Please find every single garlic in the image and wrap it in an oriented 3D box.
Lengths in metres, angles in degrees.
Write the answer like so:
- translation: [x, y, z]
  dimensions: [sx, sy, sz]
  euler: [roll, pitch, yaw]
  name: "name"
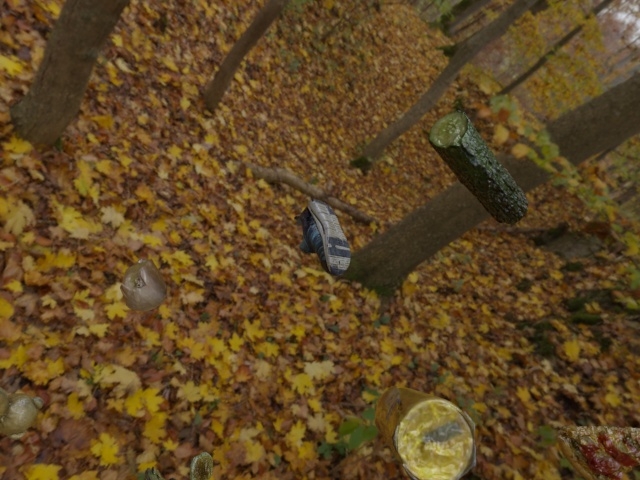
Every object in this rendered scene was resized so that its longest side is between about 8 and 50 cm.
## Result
- translation: [-0.389, 0.105, 0.984]
  dimensions: [0.195, 0.086, 0.102]
  euler: [-146, -142, -74]
  name: "garlic"

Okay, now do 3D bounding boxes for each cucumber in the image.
- translation: [0.209, -0.084, 0.578]
  dimensions: [0.187, 0.058, 0.058]
  euler: [37, 28, -34]
  name: "cucumber"

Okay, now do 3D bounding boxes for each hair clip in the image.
- translation: [-0.471, 0.782, 1.380]
  dimensions: [0.138, 0.321, 0.091]
  euler: [45, 53, -13]
  name: "hair clip"

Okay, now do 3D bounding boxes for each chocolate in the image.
- translation: [0.194, 0.420, 1.033]
  dimensions: [0.162, 0.162, 0.445]
  euler: [55, -11, 7]
  name: "chocolate"

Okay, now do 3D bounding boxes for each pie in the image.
- translation: [-0.306, 0.590, 1.156]
  dimensions: [0.084, 0.019, 0.085]
  euler: [-11, 90, -67]
  name: "pie"

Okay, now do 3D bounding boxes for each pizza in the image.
- translation: [0.638, 0.460, 0.974]
  dimensions: [0.188, 0.199, 0.062]
  euler: [44, 29, -6]
  name: "pizza"

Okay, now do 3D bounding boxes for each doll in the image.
- translation: [-0.369, 0.197, 0.509]
  dimensions: [0.051, 0.062, 0.093]
  euler: [23, -6, 12]
  name: "doll"

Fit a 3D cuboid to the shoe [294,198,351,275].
- translation: [0.000, 0.000, 1.097]
  dimensions: [0.091, 0.106, 0.207]
  euler: [15, 44, -49]
  name: "shoe"
